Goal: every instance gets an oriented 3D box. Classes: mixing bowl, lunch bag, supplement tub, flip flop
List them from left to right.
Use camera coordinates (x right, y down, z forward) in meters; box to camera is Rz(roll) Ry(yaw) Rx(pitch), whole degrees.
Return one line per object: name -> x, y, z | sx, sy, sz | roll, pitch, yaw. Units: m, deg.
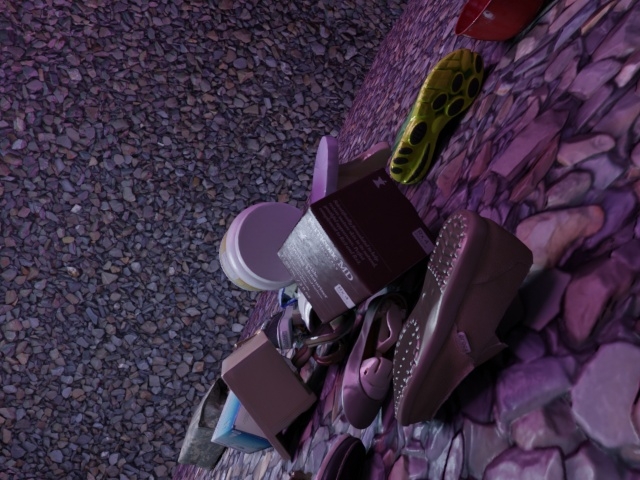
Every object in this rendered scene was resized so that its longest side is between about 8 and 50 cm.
lunch bag -> -0.450, 0.747, 1.676 | 0.235, 0.169, 0.287 | -60, 15, 22
supplement tub -> -0.148, 0.023, 1.099 | 0.228, 0.228, 0.316 | -67, 14, -15
lunch bag -> -0.110, 0.181, 1.547 | 0.151, 0.096, 0.129 | -54, 10, -1
flip flop -> 0.013, 0.218, 0.837 | 0.112, 0.080, 0.277 | -38, -13, -37
mixing bowl -> 0.342, -0.439, 0.736 | 0.181, 0.098, 0.181 | -60, 10, 18

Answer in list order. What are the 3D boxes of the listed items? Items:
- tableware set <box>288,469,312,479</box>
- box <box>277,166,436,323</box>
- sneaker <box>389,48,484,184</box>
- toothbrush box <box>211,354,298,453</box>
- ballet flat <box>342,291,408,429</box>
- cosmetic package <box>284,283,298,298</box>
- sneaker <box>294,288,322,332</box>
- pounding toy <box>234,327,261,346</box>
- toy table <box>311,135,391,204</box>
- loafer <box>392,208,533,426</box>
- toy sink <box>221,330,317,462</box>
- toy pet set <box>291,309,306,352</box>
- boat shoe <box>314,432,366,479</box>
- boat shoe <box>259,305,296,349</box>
tableware set -> -0.034, 0.391, 0.513 | 0.169, 0.020, 0.141 | -64, -35, -42
box -> 0.055, 0.015, 0.706 | 0.167, 0.168, 0.203 | -30, -10, -29
sneaker -> 0.228, -0.267, 0.863 | 0.295, 0.109, 0.123 | -60, 14, 23
toothbrush box -> -0.188, 0.460, 1.138 | 0.295, 0.126, 0.216 | -51, 17, 50
ballet flat -> 0.086, 0.170, 0.608 | 0.068, 0.072, 0.213 | -43, 22, 54
cosmetic package -> 0.014, 0.043, 1.197 | 0.309, 0.113, 0.160 | -65, 11, -9
sneaker -> 0.059, 0.083, 0.913 | 0.330, 0.122, 0.146 | -57, 30, 29
pounding toy -> -0.293, 0.477, 1.570 | 0.154, 0.155, 0.269 | -48, 18, 43
toy table -> 0.071, -0.135, 1.018 | 0.274, 0.161, 0.252 | 106, 162, -59
loafer -> 0.144, 0.101, 0.431 | 0.102, 0.092, 0.268 | -74, -3, -62
toy sink -> -0.102, 0.338, 0.909 | 0.131, 0.234, 0.153 | -36, 3, -13
toy pet set -> -0.045, 0.253, 1.185 | 0.122, 0.065, 0.114 | -89, -7, -82
boat shoe -> 0.021, 0.364, 0.501 | 0.079, 0.084, 0.233 | -5, 41, 33
boat shoe -> -0.128, 0.267, 1.219 | 0.301, 0.102, 0.108 | -58, -38, -88
